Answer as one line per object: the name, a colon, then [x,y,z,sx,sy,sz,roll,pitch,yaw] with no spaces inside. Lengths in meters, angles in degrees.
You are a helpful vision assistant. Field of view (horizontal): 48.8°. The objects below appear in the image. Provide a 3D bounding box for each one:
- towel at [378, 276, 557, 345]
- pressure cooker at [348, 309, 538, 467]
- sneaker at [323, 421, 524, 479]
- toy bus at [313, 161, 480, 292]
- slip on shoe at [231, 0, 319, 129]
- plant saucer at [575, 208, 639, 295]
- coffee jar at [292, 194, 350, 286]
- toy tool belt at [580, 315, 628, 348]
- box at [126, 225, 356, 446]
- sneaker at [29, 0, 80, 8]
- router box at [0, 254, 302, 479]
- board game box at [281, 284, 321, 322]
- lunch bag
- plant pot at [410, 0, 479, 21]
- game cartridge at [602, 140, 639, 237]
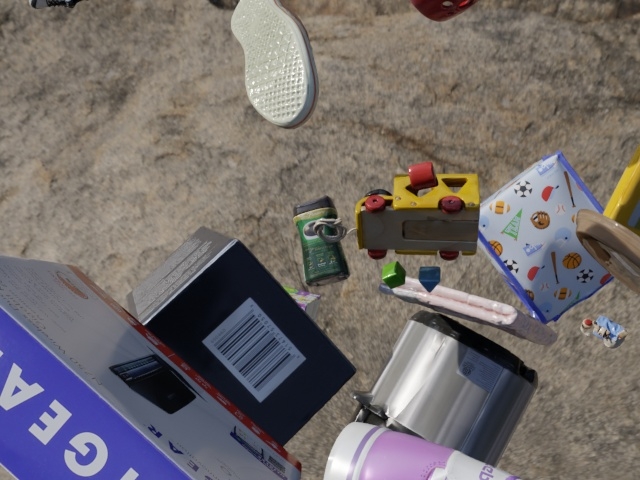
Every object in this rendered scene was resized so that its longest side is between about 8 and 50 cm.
towel: [0.329,0.154,1.551,0.317,0.332,0.053,15,85,34]
pressure cooker: [0.294,0.428,1.769,0.370,0.375,0.420,22,79,42]
sneaker: [0.086,0.268,0.469,0.161,0.102,0.282,7,114,26]
toy bus: [0.125,-0.041,0.976,0.191,0.202,0.104,-38,28,35]
slip on shoe: [-0.052,-0.271,1.047,0.123,0.101,0.331,-48,37,23]
plant saucer: [0.598,0.044,1.362,0.041,0.278,0.278,-47,70,3]
coffee jar: [0.000,0.000,1.502,0.096,0.079,0.184,-15,74,14]
toy tool belt: [0.548,0.168,1.358,0.083,0.051,0.052,31,65,24]
box: [-0.160,0.156,1.236,0.212,0.395,0.293,-43,104,-9]
sneaker: [-0.361,-0.338,0.981,0.083,0.032,0.037,-27,76,-12]
router box: [-0.169,0.153,0.623,0.335,0.301,0.082,41,86,3]
board game box: [-0.159,0.181,1.787,0.275,0.142,0.144,14,99,14]
lunch bag: [0.634,0.001,1.974,0.328,0.239,0.385,-39,89,8]
plant pot: [0.265,-0.537,1.344,0.174,0.191,0.191,-13,63,46]
game cartridge: [0.771,-0.066,1.540,0.285,0.052,0.323,19,102,-14]
